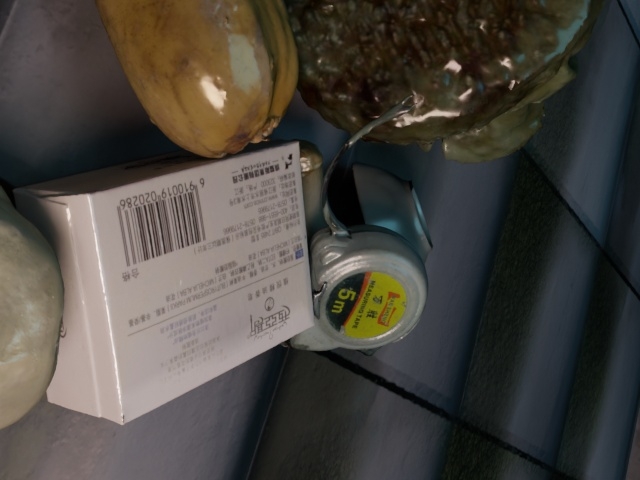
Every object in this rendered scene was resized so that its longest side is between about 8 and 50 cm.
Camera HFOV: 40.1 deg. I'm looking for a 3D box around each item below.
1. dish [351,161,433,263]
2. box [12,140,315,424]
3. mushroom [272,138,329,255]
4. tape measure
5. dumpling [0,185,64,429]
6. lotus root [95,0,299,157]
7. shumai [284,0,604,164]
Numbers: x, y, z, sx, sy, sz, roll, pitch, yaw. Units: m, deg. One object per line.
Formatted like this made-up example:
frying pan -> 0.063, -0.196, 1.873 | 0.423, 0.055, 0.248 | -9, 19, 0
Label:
dish -> 0.101, -0.023, 1.119 | 0.191, 0.066, 0.190 | -18, 90, -79
box -> -0.134, 0.023, 0.841 | 0.274, 0.116, 0.203 | -23, 112, -49
mushroom -> -0.002, 0.001, 1.039 | 0.099, 0.096, 0.278 | -52, 129, -38
tape measure -> 0.064, -0.016, 0.939 | 0.164, 0.084, 0.330 | 8, 121, -21
dumpling -> -0.260, 0.061, 0.652 | 0.132, 0.162, 0.250 | 5, 87, -15
lotus root -> -0.129, -0.237, 0.774 | 0.342, 0.151, 0.169 | 67, 23, 0
shumai -> 0.153, -0.281, 1.060 | 0.348, 0.395, 0.395 | 18, 80, -76
